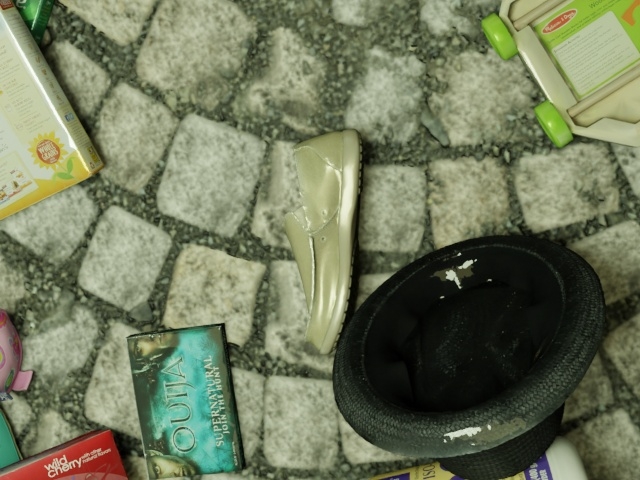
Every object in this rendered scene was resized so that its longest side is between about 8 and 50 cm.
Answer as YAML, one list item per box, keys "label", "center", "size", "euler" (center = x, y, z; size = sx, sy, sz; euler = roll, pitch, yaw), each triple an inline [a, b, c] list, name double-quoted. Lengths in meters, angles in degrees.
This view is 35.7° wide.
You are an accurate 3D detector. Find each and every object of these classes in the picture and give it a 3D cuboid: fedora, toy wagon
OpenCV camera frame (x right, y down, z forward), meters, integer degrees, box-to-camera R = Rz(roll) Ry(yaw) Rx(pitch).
- label: "fedora"
  center: [0.174, 0.143, 1.093]
  size: [0.334, 0.334, 0.153]
  euler: [-20, 120, 8]
- label: "toy wagon"
  center: [0.319, -0.282, 1.129]
  size: [0.267, 0.068, 0.344]
  euler: [-32, 90, 8]

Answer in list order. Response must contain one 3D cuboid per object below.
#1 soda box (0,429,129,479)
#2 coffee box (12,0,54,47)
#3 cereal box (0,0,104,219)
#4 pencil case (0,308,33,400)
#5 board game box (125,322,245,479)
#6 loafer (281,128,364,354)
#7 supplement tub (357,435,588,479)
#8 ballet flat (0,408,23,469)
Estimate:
- label: "soda box"
  center: [-0.368, 0.313, 1.188]
  size: [0.263, 0.092, 0.084]
  euler: [-20, 89, -28]
- label: "coffee box"
  center: [-0.395, -0.286, 1.230]
  size: [0.113, 0.040, 0.184]
  euler: [21, 97, 5]
- label: "cereal box"
  center: [-0.394, -0.156, 1.205]
  size: [0.173, 0.047, 0.240]
  euler: [-22, 103, 19]
- label: "pencil case"
  center: [-0.515, 0.156, 1.246]
  size: [0.284, 0.124, 0.124]
  euler: [-5, 94, 6]
- label: "board game box"
  center: [-0.170, 0.203, 1.252]
  size: [0.126, 0.026, 0.186]
  euler: [-8, 94, 7]
- label: "loafer"
  center: [0.000, 0.000, 1.182]
  size: [0.092, 0.102, 0.269]
  euler: [5, 86, 8]
- label: "supplement tub"
  center: [0.152, 0.369, 1.119]
  size: [0.331, 0.241, 0.241]
  euler: [-15, 93, 8]
- label: "ballet flat"
  center: [-0.407, 0.322, 1.275]
  size: [0.086, 0.086, 0.249]
  euler: [-20, 91, 8]
